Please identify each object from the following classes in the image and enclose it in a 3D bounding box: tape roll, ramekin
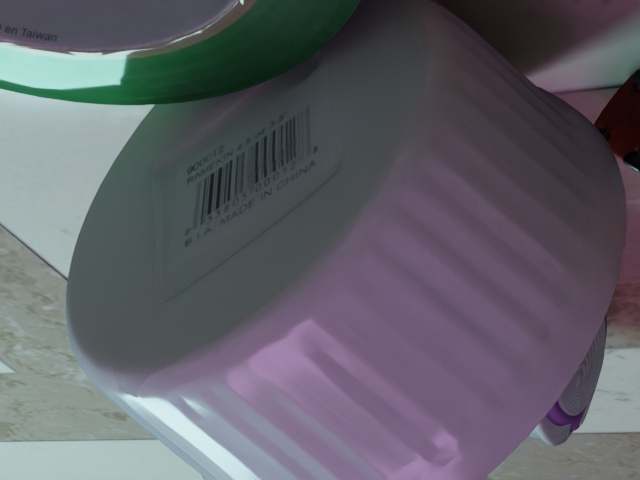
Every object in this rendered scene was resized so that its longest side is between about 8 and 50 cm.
[{"bbox_3d":[-0.128,-0.178,0.630,0.321,0.077,0.321,7,152,4],"label":"tape roll"},{"bbox_3d":[0.000,0.000,0.724,0.277,0.277,0.135,-17,136,41],"label":"ramekin"}]

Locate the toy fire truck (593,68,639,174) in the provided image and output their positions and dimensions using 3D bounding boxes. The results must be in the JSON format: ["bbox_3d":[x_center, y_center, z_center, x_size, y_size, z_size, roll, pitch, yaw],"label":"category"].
[{"bbox_3d":[0.216,-0.019,0.709,0.135,0.047,0.192,34,-172,-12],"label":"toy fire truck"}]

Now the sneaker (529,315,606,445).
[{"bbox_3d":[0.093,0.040,0.969,0.152,0.114,0.305,10,157,40],"label":"sneaker"}]
